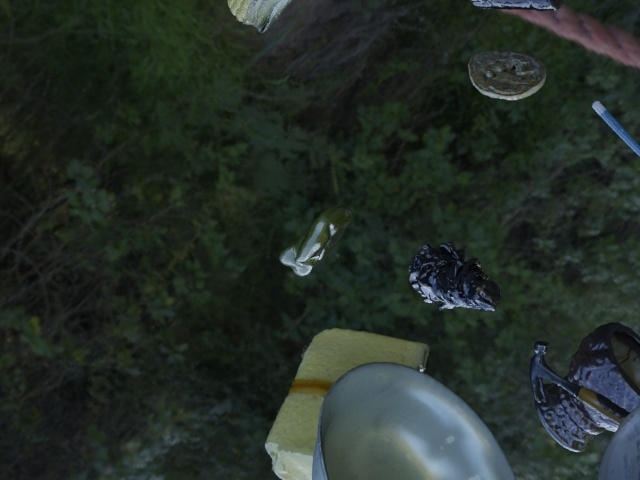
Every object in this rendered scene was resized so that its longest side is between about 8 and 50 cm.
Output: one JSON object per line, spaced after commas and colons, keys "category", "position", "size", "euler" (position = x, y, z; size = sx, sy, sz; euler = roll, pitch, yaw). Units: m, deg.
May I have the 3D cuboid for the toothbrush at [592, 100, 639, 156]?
{"category": "toothbrush", "position": [0.660, -0.188, 1.717], "size": [0.276, 0.019, 0.025], "euler": [53, 173, 19]}

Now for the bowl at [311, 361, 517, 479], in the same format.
{"category": "bowl", "position": [0.090, 0.318, 1.010], "size": [0.313, 0.146, 0.313], "euler": [27, -142, -23]}

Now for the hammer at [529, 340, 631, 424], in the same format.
{"category": "hammer", "position": [0.332, 0.198, 1.037], "size": [0.021, 0.078, 0.201], "euler": [-2, -163, -27]}

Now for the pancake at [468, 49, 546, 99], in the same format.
{"category": "pancake", "position": [0.355, -0.318, 1.577], "size": [0.158, 0.158, 0.028], "euler": [38, 148, 33]}

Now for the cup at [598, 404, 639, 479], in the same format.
{"category": "cup", "position": [0.420, 0.241, 0.821], "size": [0.257, 0.227, 0.301], "euler": [33, -151, -6]}

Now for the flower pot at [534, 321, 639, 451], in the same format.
{"category": "flower pot", "position": [0.690, 0.377, 2.045], "size": [0.266, 0.267, 0.266], "euler": [30, -144, -24]}

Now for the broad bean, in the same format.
{"category": "broad bean", "position": [-0.002, -0.002, 1.631], "size": [0.072, 0.153, 0.206], "euler": [46, 142, -2]}

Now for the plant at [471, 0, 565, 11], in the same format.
{"category": "plant", "position": [0.365, -0.473, 1.392], "size": [0.256, 0.142, 0.164], "euler": [-4, 118, 46]}

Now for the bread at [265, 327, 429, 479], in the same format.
{"category": "bread", "position": [0.042, 0.302, 1.280], "size": [0.198, 0.263, 0.236], "euler": [12, 137, 17]}

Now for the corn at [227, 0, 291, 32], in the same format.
{"category": "corn", "position": [-0.091, -0.479, 1.514], "size": [0.123, 0.122, 0.305], "euler": [54, 163, -8]}

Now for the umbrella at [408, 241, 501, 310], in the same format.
{"category": "umbrella", "position": [0.265, 0.068, 1.640], "size": [0.154, 0.128, 0.336], "euler": [46, 174, 0]}
